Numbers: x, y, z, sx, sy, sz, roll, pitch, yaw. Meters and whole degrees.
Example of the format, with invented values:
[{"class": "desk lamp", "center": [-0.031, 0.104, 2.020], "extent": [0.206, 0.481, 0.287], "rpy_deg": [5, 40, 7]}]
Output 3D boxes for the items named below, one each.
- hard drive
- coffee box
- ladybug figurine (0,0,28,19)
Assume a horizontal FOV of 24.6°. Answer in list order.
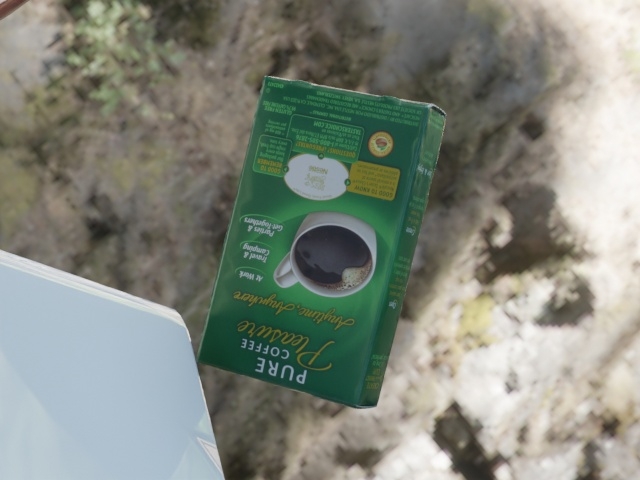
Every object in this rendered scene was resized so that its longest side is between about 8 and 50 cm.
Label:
[{"class": "hard drive", "center": [-0.140, 0.106, 0.708], "extent": [0.319, 0.040, 0.210], "rpy_deg": [27, 43, -62]}, {"class": "coffee box", "center": [0.000, 0.000, 0.886], "extent": [0.113, 0.184, 0.040], "rpy_deg": [12, -1, 22]}, {"class": "ladybug figurine", "center": [-0.243, -0.155, 0.523], "extent": [0.305, 0.162, 0.449], "rpy_deg": [32, 16, 18]}]
